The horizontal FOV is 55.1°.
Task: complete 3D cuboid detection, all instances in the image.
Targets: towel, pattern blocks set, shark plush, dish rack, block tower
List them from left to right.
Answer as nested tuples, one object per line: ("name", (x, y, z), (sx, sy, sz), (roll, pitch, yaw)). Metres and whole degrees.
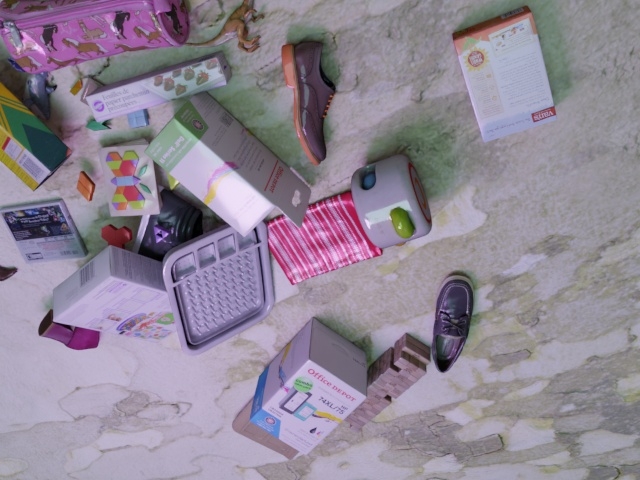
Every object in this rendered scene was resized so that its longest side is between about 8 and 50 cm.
("shark plush", (-0.648, -0.361, 1.428), (0.067, 0.073, 0.161), (13, 110, -29))
("pattern blocks set", (-0.458, -0.143, 1.471), (0.285, 0.026, 0.325), (-18, 97, 16))
("dish rack", (-0.259, 0.107, 1.549), (0.072, 0.285, 0.333), (34, 139, 41))
("towel", (0.000, 0.000, 1.549), (0.274, 0.031, 0.199), (-20, 116, 20))
("block tower", (0.169, 0.408, 1.740), (0.097, 0.091, 0.335), (33, 120, -11))

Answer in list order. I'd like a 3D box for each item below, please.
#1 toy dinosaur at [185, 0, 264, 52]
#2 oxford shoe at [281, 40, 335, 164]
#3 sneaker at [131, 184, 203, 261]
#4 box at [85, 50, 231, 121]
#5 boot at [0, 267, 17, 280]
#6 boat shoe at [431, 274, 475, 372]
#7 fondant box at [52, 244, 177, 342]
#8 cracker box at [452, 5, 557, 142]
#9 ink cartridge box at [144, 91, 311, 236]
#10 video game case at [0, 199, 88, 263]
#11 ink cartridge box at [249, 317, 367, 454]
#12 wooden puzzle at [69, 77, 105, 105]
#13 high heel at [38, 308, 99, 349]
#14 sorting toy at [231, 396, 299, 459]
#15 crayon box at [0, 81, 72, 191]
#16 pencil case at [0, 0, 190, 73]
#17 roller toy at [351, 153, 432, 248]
("toy dinosaur", (-0.183, -0.445, 1.294), (0.211, 0.064, 0.112), (-40, 91, 18))
("oxford shoe", (-0.011, -0.293, 1.333), (0.098, 0.097, 0.272), (-9, 120, 7))
("sneaker", (-0.390, 0.015, 1.572), (0.146, 0.105, 0.296), (23, 118, 0))
("box", (-0.358, -0.341, 1.362), (0.323, 0.067, 0.063), (-13, 118, 12))
("boot", (-0.925, 0.061, 1.729), (0.106, 0.037, 0.114), (-17, 113, 15))
("boat shoe", (0.343, 0.224, 1.597), (0.102, 0.092, 0.285), (8, 122, 4))
("fondant box", (-0.474, 0.150, 1.581), (0.238, 0.096, 0.330), (-32, 145, 25))
("cracker box", (0.378, -0.336, 1.260), (0.155, 0.067, 0.232), (-15, 117, 18))
("ink cartridge box", (-0.193, -0.153, 1.378), (0.353, 0.207, 0.119), (42, 117, -16))
("video game case", (-0.746, -0.021, 1.656), (0.190, 0.022, 0.173), (-6, 121, 13))
("ink cartridge box", (-0.028, 0.398, 1.687), (0.198, 0.197, 0.270), (35, 113, -13))
("wooden puzzle", (-0.520, -0.336, 1.431), (0.116, 0.014, 0.078), (36, 124, -14))
("high heel", (-0.615, 0.173, 1.732), (0.377, 0.127, 0.181), (-38, 138, 22))
("sorting toy", (-0.103, 0.531, 1.893), (0.229, 0.041, 0.307), (34, 114, -12))
("crayon box", (-0.739, -0.271, 1.412), (0.318, 0.081, 0.202), (47, 149, -20))
("pencil case", (-0.460, -0.446, 1.256), (0.385, 0.167, 0.160), (-5, 136, 13))
("roller toy", (0.155, -0.085, 1.380), (0.146, 0.209, 0.191), (-18, 82, 19))
